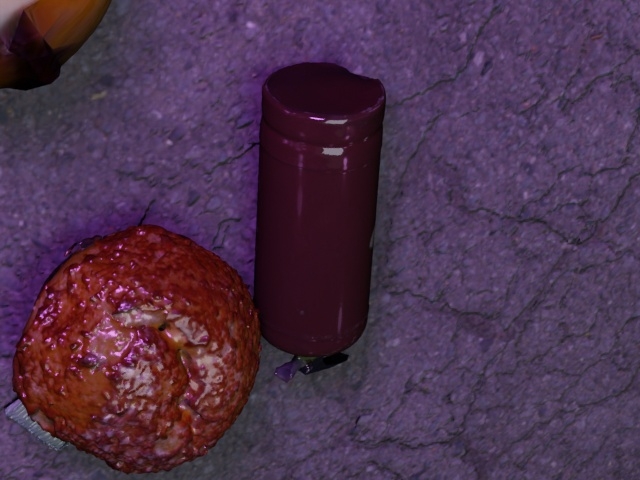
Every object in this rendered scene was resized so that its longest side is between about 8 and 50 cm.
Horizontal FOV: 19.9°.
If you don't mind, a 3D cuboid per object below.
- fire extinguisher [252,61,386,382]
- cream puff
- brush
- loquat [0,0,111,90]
[{"bbox_3d":[0.000,0.000,1.731,0.135,0.114,0.337,-32,138,-43],"label":"fire extinguisher"},{"bbox_3d":[-0.162,0.105,1.672,0.240,0.164,0.240,-8,118,-16],"label":"cream puff"},{"bbox_3d":[-0.199,0.115,1.763,0.218,0.010,0.082,-42,131,1],"label":"brush"},{"bbox_3d":[-0.255,-0.222,1.355,0.235,0.235,0.235,-15,127,-20],"label":"loquat"}]
